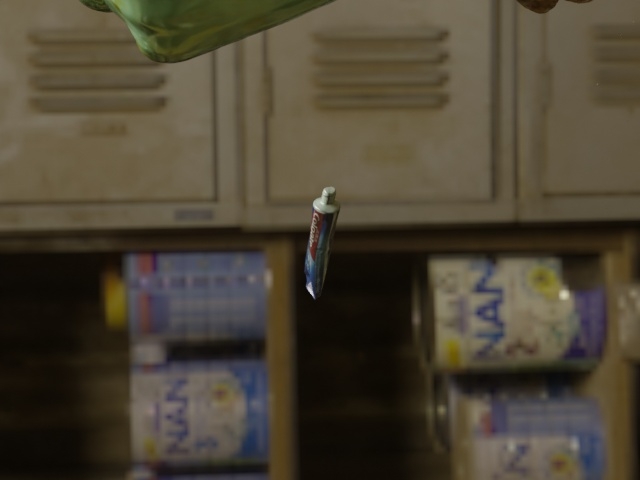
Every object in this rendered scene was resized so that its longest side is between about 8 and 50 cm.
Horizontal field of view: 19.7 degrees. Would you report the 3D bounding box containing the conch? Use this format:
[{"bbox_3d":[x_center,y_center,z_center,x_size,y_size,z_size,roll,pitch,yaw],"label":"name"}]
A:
[{"bbox_3d":[-0.033,-0.187,0.995,0.143,0.251,0.137,-161,49,-75],"label":"conch"}]

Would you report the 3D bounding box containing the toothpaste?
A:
[{"bbox_3d":[0.000,0.000,1.240,0.027,0.019,0.083,-121,33,-47],"label":"toothpaste"}]

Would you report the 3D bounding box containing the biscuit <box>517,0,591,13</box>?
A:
[{"bbox_3d":[0.187,-0.285,1.716,0.035,0.249,0.184,-49,57,35],"label":"biscuit"}]

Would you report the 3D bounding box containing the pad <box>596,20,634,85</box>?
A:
[{"bbox_3d":[0.318,-0.068,1.451,0.063,0.315,0.375,-27,30,43],"label":"pad"}]
